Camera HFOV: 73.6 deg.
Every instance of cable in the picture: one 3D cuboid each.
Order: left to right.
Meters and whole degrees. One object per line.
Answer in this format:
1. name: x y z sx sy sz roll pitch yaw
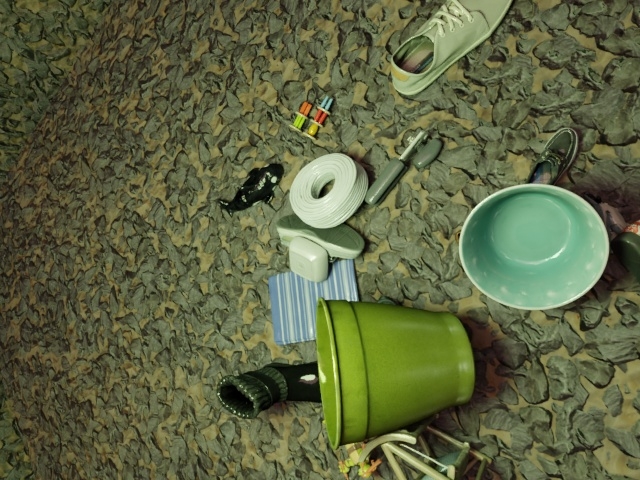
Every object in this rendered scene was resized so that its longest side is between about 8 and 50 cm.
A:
1. cable: 0.022 -0.164 1.367 0.257 0.089 0.257 -47 46 5

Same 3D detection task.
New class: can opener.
1. can opener: 0.244 -0.212 1.299 0.280 0.074 0.093 -48 67 16

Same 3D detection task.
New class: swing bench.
1. swing bench: 0.272 0.562 1.102 0.254 0.253 0.165 42 104 24

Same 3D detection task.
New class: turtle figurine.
1. turtle figurine: 0.102 0.603 1.264 0.217 0.087 0.270 58 149 29

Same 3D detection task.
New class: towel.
1. towel: -0.024 0.209 1.427 0.335 0.040 0.243 -14 76 25

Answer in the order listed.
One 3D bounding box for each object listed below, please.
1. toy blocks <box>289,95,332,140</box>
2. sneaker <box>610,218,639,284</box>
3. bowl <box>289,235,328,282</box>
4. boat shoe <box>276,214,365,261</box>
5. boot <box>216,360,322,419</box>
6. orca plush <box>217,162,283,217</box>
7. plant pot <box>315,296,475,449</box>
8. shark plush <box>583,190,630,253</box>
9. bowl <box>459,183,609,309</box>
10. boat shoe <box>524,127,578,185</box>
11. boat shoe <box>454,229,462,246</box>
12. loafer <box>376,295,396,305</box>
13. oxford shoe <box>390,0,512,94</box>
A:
1. toy blocks: -0.029 -0.437 1.479 0.123 0.054 0.148 35 101 26
2. sneaker: 0.788 0.065 0.966 0.145 0.090 0.270 -35 92 -12
3. bowl: -0.047 0.067 1.365 0.142 0.053 0.142 27 136 28
4. boat shoe: -0.002 0.001 1.399 0.320 0.118 0.103 14 130 26
5. boot: -0.116 0.457 1.316 0.347 0.260 0.131 -10 80 27
6. orca plush: -0.271 -0.193 1.556 0.287 0.102 0.151 -19 76 26
7. plant pot: 0.184 0.318 1.100 0.352 0.366 0.367 -3 82 -7
8. shark plush: 0.695 -0.050 1.054 0.161 0.073 0.067 59 141 15
9. bowl: 0.514 -0.004 1.051 0.311 0.163 0.312 10 114 24
10. boat shoe: 0.590 -0.191 1.110 0.080 0.076 0.229 36 102 26
11. boat shoe: 0.431 0.044 1.179 0.064 0.060 0.178 -42 68 18
12. loafer: 0.170 0.299 1.296 0.096 0.084 0.268 16 97 -3
13. oxford shoe: 0.380 -0.618 1.239 0.449 0.130 0.169 -43 66 16
